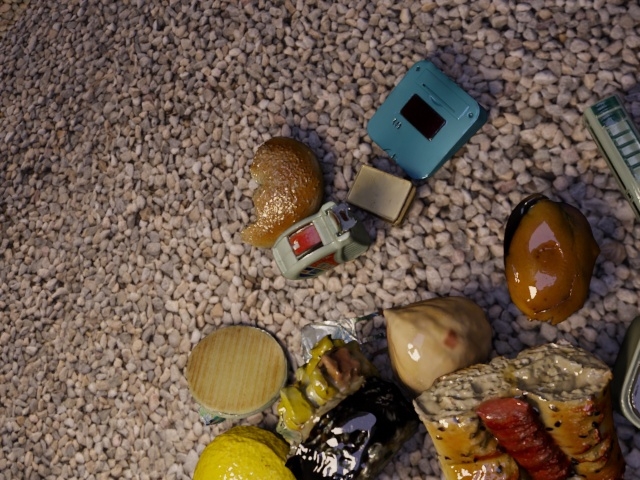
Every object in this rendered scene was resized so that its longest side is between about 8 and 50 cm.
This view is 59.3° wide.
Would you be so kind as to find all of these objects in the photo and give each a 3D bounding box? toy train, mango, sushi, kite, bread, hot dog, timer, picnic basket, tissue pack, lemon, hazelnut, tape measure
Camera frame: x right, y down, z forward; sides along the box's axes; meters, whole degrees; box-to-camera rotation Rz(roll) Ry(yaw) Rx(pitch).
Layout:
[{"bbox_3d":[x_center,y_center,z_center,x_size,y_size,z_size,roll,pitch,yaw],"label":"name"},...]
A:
[{"bbox_3d":[0.718,-0.133,1.248,0.086,0.088,0.407,-25,73,13],"label":"toy train"},{"bbox_3d":[0.509,0.042,1.255,0.201,0.152,0.287,9,82,24],"label":"mango"},{"bbox_3d":[0.034,0.403,1.251,0.285,0.328,0.329,41,88,22],"label":"sushi"},{"bbox_3d":[0.088,0.248,1.442,0.310,0.015,0.169,-27,71,14],"label":"kite"},{"bbox_3d":[-0.214,0.339,1.459,0.266,0.040,0.267,1,52,-1],"label":"bread"},{"bbox_3d":[-0.092,-0.120,1.497,0.192,0.171,0.314,18,87,26],"label":"bread"},{"bbox_3d":[0.412,0.428,1.124,0.367,0.196,0.365,-18,113,5],"label":"hot dog"},{"bbox_3d":[0.272,-0.307,1.467,0.250,0.091,0.232,-48,69,18],"label":"timer"},{"bbox_3d":[0.158,-0.116,1.452,0.164,0.079,0.115,27,91,23],"label":"picnic basket"},{"bbox_3d":[-0.261,0.426,1.497,0.111,0.085,0.079,-40,68,10],"label":"tissue pack"},{"bbox_3d":[-0.154,0.585,1.334,0.321,0.268,0.268,16,85,16],"label":"lemon"},{"bbox_3d":[0.244,0.228,1.262,0.261,0.261,0.241,-44,77,7],"label":"hazelnut"},{"bbox_3d":[0.001,0.000,1.396,0.246,0.243,0.125,-27,75,13],"label":"tape measure"}]

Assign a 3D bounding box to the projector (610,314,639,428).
[{"bbox_3d":[0.719,0.269,1.084,0.248,0.249,0.248,20,87,23],"label":"projector"}]
